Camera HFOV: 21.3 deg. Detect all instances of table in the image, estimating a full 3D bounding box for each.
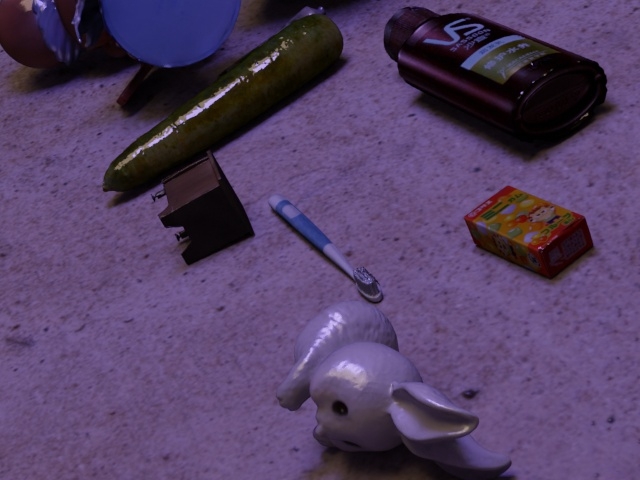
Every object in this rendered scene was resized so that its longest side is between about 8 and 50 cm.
[{"bbox_3d":[-0.132,-0.034,1.869,0.082,0.083,0.070,-28,33,1],"label":"table"}]

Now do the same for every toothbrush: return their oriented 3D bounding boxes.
[{"bbox_3d":[0.000,0.000,1.778,0.019,0.025,0.276,-31,31,-10],"label":"toothbrush"}]

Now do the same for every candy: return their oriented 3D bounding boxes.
[{"bbox_3d":[0.200,-0.009,1.642,0.062,0.038,0.122,-36,32,-19],"label":"candy"}]

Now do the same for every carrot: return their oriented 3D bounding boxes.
[{"bbox_3d":[-0.121,-0.163,2.075,0.358,0.074,0.074,-36,32,-17],"label":"carrot"}]

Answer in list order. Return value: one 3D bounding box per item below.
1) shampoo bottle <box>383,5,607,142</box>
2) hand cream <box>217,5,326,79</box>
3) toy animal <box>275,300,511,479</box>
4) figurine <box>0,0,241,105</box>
[{"bbox_3d":[0.179,-0.196,1.904,0.129,0.084,0.323,-29,30,-14],"label":"shampoo bottle"},{"bbox_3d":[-0.061,-0.253,2.215,0.165,0.037,0.057,-37,32,-9],"label":"hand cream"},{"bbox_3d":[0.052,0.147,1.435,0.131,0.104,0.221,-29,30,-11],"label":"toy animal"},{"bbox_3d":[-0.279,-0.335,2.286,0.276,0.248,0.388,-68,20,2],"label":"figurine"}]
